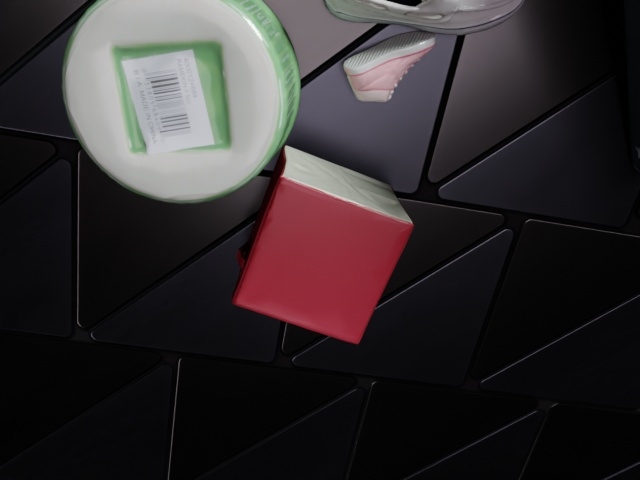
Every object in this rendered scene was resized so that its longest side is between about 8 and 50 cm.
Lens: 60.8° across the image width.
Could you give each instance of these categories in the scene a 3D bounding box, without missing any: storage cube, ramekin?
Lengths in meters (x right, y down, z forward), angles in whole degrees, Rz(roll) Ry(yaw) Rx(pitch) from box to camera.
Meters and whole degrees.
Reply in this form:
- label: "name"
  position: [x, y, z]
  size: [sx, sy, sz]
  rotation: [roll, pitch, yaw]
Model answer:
- label: "storage cube"
  position: [0.000, 0.000, 0.791]
  size: [0.215, 0.183, 0.193]
  rotation: [19, 110, -9]
- label: "ramekin"
  position: [-0.177, -0.195, 0.718]
  size: [0.303, 0.148, 0.303]
  rotation: [-1, 114, -2]

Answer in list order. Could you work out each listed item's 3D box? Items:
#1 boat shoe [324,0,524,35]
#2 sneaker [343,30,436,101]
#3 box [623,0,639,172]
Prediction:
- label: "boat shoe"
  position: [0.138, -0.327, 0.697]
  size: [0.268, 0.088, 0.096]
  rotation: [5, 96, -2]
- label: "sneaker"
  position: [0.101, -0.240, 0.766]
  size: [0.134, 0.051, 0.070]
  rotation: [-24, 131, -3]
- label: "box"
  position: [0.624, -0.288, 0.574]
  size: [0.472, 0.297, 0.480]
  rotation: [-22, 128, 9]
